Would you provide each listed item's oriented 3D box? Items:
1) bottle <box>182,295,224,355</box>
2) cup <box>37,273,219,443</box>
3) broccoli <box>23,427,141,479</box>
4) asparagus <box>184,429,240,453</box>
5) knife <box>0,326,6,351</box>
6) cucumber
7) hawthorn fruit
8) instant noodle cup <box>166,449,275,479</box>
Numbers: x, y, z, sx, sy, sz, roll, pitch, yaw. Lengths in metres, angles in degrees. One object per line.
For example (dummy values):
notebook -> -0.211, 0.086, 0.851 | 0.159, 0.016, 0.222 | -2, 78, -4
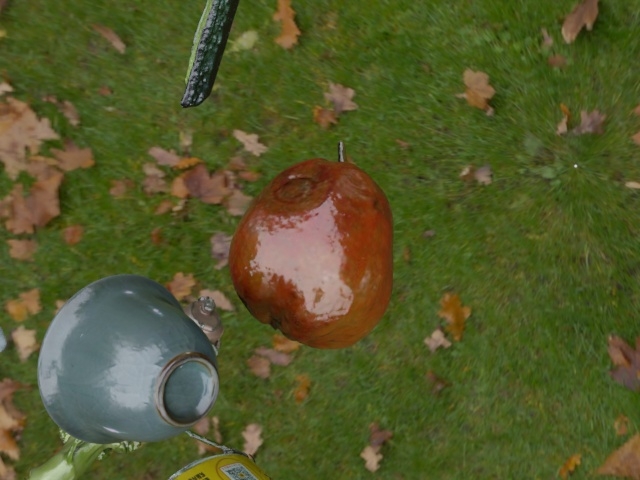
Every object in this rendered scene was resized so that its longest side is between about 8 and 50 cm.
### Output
bottle -> -0.205, 0.158, 1.484 | 0.099, 0.099, 0.152 | 44, 120, 8
cup -> -0.185, 0.146, 1.044 | 0.150, 0.199, 0.199 | 11, 98, 47
broccoli -> -0.427, 0.336, 1.750 | 0.302, 0.254, 0.186 | -29, 93, -3
asparagus -> -0.207, 0.349, 1.681 | 0.162, 0.016, 0.016 | 27, 67, -6
knife -> -0.619, 0.176, 1.386 | 0.080, 0.331, 0.044 | -37, 70, 47
cucumber -> -0.161, -0.300, 1.393 | 0.046, 0.070, 0.220 | 10, 119, -25
hawthorn fruit -> 0.000, 0.000, 1.221 | 0.224, 0.224, 0.261 | 24, 86, 12
instant noodle cup -> -0.062, 0.250, 0.683 | 0.144, 0.182, 0.182 | 42, 104, 31
